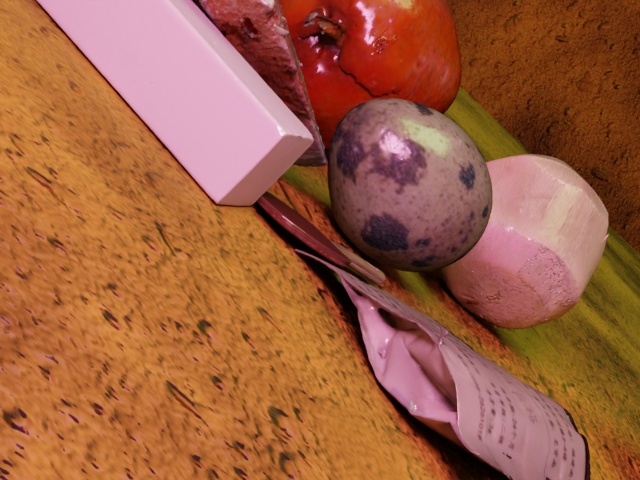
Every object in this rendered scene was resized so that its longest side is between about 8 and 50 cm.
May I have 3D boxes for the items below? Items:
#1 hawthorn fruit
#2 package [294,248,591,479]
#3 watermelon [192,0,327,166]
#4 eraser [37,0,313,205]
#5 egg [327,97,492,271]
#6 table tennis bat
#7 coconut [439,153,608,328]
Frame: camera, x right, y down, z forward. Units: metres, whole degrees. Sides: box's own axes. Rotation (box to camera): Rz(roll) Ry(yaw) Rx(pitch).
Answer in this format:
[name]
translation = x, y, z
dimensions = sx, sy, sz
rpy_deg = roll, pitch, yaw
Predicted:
[hawthorn fruit]
translation = 0.030, -0.196, 1.415
dimensions = 0.211, 0.211, 0.299
rpy_deg = 49, 7, 15
[package]
translation = 0.106, 0.101, 1.082
dimensions = 0.204, 0.062, 0.251
rpy_deg = 33, 13, -47
[watermelon]
translation = -0.057, -0.164, 1.167
dimensions = 0.241, 0.094, 0.154
rpy_deg = 76, -9, -58
[eraser]
translation = -0.136, -0.159, 1.084
dimensions = 0.298, 0.078, 0.076
rpy_deg = 49, 13, 12
[egg]
translation = 0.075, -0.050, 1.255
dimensions = 0.181, 0.141, 0.141
rpy_deg = 49, 7, -43
[table tennis bat]
translation = 0.000, 0.000, 1.150
dimensions = 0.156, 0.013, 0.087
rpy_deg = 33, 8, -42
[coconut]
translation = 0.205, -0.008, 1.435
dimensions = 0.171, 0.171, 0.183
rpy_deg = 42, 54, -15
